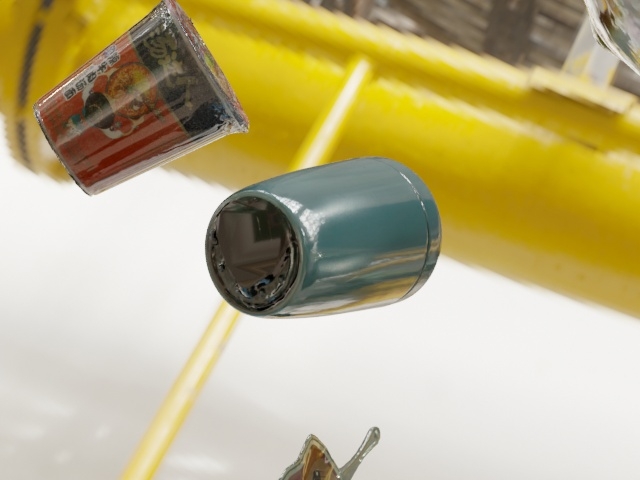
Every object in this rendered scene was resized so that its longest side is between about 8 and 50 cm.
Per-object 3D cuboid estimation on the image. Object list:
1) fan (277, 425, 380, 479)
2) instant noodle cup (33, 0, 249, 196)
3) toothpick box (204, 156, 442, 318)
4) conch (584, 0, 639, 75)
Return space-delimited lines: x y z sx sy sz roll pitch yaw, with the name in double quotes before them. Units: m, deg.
"fan" 0.011 0.227 1.688 0.009 0.220 0.132 -8 -66 29
"instant noodle cup" -0.142 -0.105 1.464 0.135 0.127 0.127 -30 -60 4
"toothpick box" 0.000 0.000 1.450 0.120 0.184 0.120 5 -82 35
"conch" 0.256 -0.171 0.991 0.368 0.249 0.197 16 -35 54
